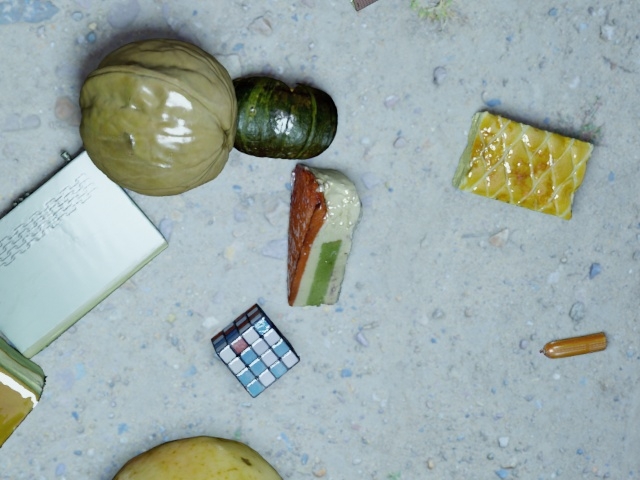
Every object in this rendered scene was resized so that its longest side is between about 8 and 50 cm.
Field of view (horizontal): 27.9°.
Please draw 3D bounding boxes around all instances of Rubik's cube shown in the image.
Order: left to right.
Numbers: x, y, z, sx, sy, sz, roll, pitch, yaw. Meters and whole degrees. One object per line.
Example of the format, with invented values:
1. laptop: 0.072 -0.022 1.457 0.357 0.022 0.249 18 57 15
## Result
1. Rubik's cube: -0.097 0.163 1.923 0.092 0.092 0.092 -39 104 -2

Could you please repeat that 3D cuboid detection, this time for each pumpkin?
1. pumpkin: -0.058 -0.174 1.871 0.184 0.107 0.119 5 104 -9

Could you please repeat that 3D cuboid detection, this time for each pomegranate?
1. pomegranate: -0.160 0.445 1.837 0.343 0.342 0.342 -2 100 -10

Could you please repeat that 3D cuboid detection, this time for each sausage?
1. sausage: 0.399 0.169 2.046 0.107 0.031 0.031 -10 101 -9

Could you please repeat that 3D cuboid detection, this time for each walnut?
1. walnut: -0.227 -0.173 1.789 0.228 0.228 0.227 -2 100 -10

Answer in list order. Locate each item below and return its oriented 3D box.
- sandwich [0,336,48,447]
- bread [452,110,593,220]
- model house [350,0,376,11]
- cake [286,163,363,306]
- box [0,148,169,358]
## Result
1. sandwich: -0.537 0.230 1.826 0.198 0.155 0.227 40 91 -12
2. bread: 0.308 -0.115 1.962 0.188 0.068 0.125 15 96 -12
3. model house: 0.079 -0.379 1.884 0.083 0.057 0.058 -28 98 -7
4. cake: 0.006 0.001 1.903 0.086 0.117 0.220 1 98 -17
5. box: -0.384 0.015 1.871 0.270 0.045 0.211 -41 104 -1
